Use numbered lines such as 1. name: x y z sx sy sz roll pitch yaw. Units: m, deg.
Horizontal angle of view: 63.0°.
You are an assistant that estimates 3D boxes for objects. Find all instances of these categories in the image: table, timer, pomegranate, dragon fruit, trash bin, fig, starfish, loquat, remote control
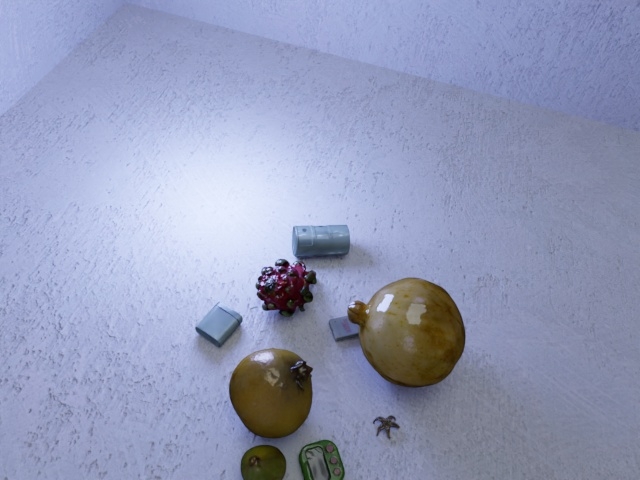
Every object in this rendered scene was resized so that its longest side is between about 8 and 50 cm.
1. table: 0.000 0.000 2.126 0.219 0.126 0.126 -1 52 -11
2. timer: 0.002 0.694 1.616 0.128 0.047 0.140 -9 53 -18
3. pomegranate: 0.280 0.300 1.767 0.410 0.410 0.410 4 51 -5
4. dragon fruit: -0.118 0.155 1.939 0.218 0.198 0.273 18 49 17
5. trash bin: -0.362 0.299 1.871 0.116 0.059 0.130 29 54 17
6. fig: -0.171 0.675 1.553 0.135 0.153 0.121 -5 93 6
7. starfish: 0.215 0.612 1.727 0.091 0.028 0.078 -34 65 -25
8. loquat: -0.142 0.464 1.634 0.274 0.275 0.275 4 51 -5
9. remote control: 0.131 0.317 1.951 0.190 0.029 0.087 -11 54 -17
